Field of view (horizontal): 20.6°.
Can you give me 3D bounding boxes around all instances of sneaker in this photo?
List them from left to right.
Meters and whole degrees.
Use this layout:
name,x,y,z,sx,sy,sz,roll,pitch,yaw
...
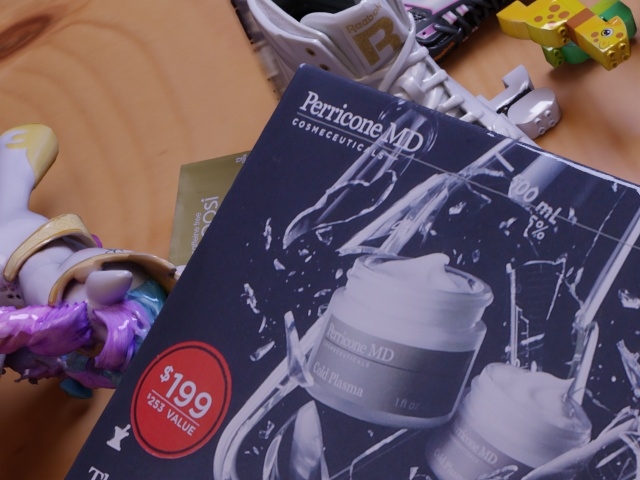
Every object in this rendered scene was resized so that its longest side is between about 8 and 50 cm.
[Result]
name,x,y,z,sx,sy,sz,roll,pitch,yaw
sneaker,0.057,-0.089,1.183,0.108,0.169,0.292,-46,58,-10
sneaker,0.094,-0.170,1.334,0.178,0.072,0.077,-19,58,20

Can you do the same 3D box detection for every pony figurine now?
name,x,y,z,sx,sy,sz,roll,pitch,yaw
pony figurine,-0.265,0.033,1.166,0.351,0.303,0.363,-16,19,-20

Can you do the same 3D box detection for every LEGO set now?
name,x,y,z,sx,sy,sz,roll,pitch,yaw
LEGO set,0.207,-0.150,1.239,0.227,0.087,0.093,-36,46,-5

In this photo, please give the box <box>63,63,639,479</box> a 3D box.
name,x,y,z,sx,sy,sz,roll,pitch,yaw
box,0.075,0.114,0.962,0.343,0.179,0.312,24,81,38

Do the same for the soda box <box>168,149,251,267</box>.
name,x,y,z,sx,sy,sz,roll,pitch,yaw
soda box,-0.070,0.025,1.236,0.058,0.061,0.181,-12,48,17
